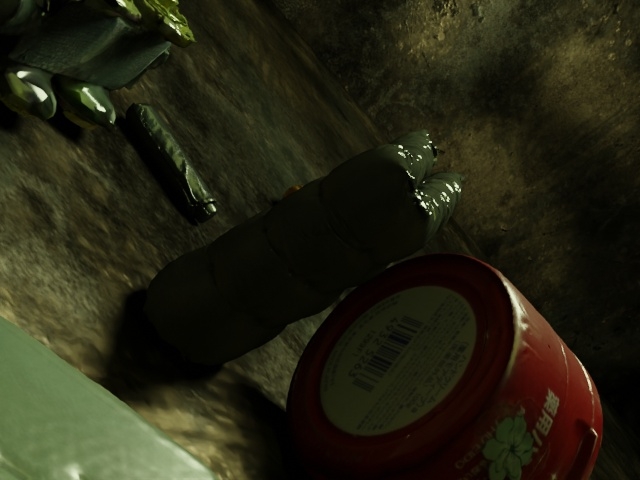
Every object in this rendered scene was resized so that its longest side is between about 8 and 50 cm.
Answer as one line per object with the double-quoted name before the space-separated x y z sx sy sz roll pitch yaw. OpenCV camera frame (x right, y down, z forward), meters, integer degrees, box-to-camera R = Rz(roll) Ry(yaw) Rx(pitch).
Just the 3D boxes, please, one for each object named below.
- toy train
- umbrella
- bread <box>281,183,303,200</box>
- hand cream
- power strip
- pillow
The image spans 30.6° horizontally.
"toy train" -0.214 -0.188 0.929 0.177 0.134 0.261 46 10 9
"umbrella" -0.142 -0.075 1.104 0.133 0.031 0.036 54 38 8
"bread" -0.010 -0.041 1.468 0.052 0.044 0.157 49 11 11
"hand cream" 0.095 0.132 0.934 0.149 0.230 0.230 46 13 -32
"power strip" -0.148 0.104 0.476 0.213 0.064 0.198 38 15 -5
"pillow" 0.000 0.000 0.966 0.101 0.228 0.326 57 13 -3
